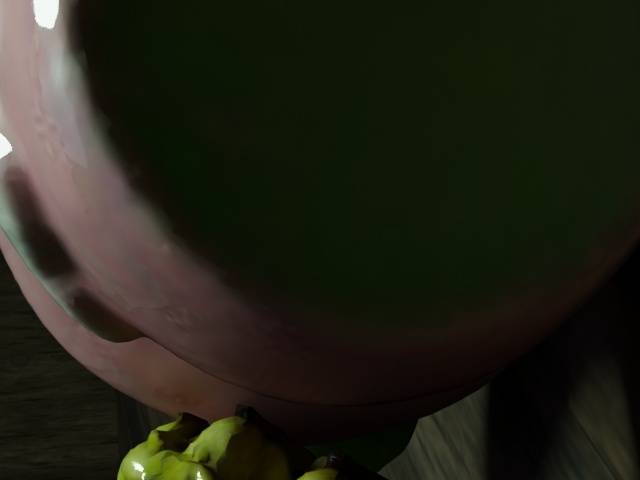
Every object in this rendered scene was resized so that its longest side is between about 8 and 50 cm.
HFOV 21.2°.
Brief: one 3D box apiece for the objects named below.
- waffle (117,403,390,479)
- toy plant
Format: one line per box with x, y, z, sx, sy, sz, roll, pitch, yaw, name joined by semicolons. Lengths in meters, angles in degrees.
0.032;0.145;0.529;0.243;0.059;0.238;43;162;-1;waffle
-0.024;-0.060;0.585;0.317;0.211;0.356;56;175;0;toy plant
